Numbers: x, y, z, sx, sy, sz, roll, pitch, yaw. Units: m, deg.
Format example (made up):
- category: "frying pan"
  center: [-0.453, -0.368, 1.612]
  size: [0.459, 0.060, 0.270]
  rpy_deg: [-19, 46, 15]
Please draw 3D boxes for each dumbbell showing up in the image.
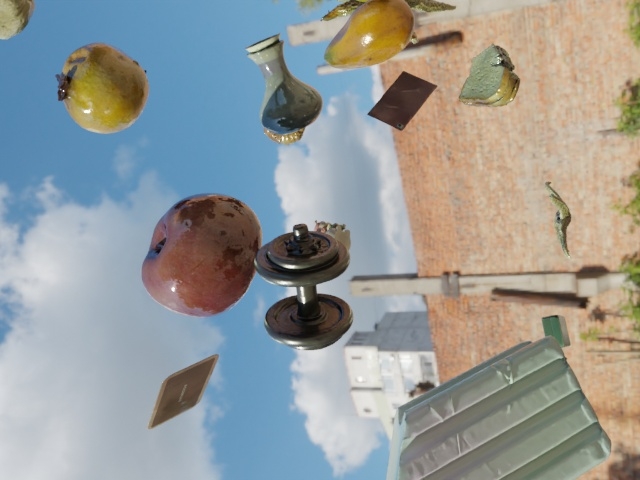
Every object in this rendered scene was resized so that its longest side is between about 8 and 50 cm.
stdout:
- category: "dumbbell"
  center: [-0.031, 0.100, 1.302]
  size: [0.192, 0.192, 0.290]
  rpy_deg: [-53, -37, -57]

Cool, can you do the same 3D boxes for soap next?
- category: "soap"
  center: [0.212, 0.262, 0.826]
  size: [0.173, 0.289, 0.095]
  rpy_deg: [64, 164, 9]

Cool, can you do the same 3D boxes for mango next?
- category: "mango"
  center: [0.082, -0.325, 1.021]
  size: [0.115, 0.165, 0.089]
  rpy_deg: [-22, -94, -30]

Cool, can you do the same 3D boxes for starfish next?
- category: "starfish"
  center: [0.576, -0.046, 1.527]
  size: [0.223, 0.050, 0.217]
  rpy_deg: [46, -139, -48]
- category: "starfish"
  center: [0.180, -0.646, 1.716]
  size: [0.358, 0.347, 0.078]
  rpy_deg: [-63, -20, -44]

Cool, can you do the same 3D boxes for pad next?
- category: "pad"
  center: [0.223, -0.382, 1.730]
  size: [0.188, 0.113, 0.006]
  rpy_deg: [-51, -23, -21]
- category: "pad"
  center: [-0.366, 0.404, 1.694]
  size: [0.176, 0.002, 0.266]
  rpy_deg: [-20, -32, -41]

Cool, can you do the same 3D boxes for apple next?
- category: "apple"
  center: [-0.281, 0.029, 1.507]
  size: [0.235, 0.306, 0.305]
  rpy_deg: [23, -120, -28]

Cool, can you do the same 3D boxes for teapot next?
- category: "teapot"
  center: [-0.108, -0.421, 1.728]
  size: [0.251, 0.183, 0.183]
  rpy_deg: [66, -151, -21]

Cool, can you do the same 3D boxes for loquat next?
- category: "loquat"
  center: [-0.565, -0.391, 1.646]
  size: [0.244, 0.244, 0.244]
  rpy_deg: [-4, -90, -67]

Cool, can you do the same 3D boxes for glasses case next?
- category: "glasses case"
  center: [0.567, 0.220, 1.532]
  size: [0.184, 0.039, 0.077]
  rpy_deg: [17, -117, -63]

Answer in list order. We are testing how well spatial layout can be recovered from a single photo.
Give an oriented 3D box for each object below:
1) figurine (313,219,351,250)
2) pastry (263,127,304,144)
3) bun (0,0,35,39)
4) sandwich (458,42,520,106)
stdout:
- category: "figurine"
  center: [0.007, 0.002, 1.561]
  size: [0.081, 0.146, 0.098]
  rpy_deg: [43, -123, -32]
- category: "pastry"
  center: [-0.113, -0.378, 2.035]
  size: [0.081, 0.153, 0.153]
  rpy_deg: [-80, -19, -77]
- category: "bun"
  center: [-0.640, -0.520, 1.263]
  size: [0.220, 0.134, 0.220]
  rpy_deg: [161, 90, -88]
- category: "sandwich"
  center: [0.256, -0.241, 0.939]
  size: [0.036, 0.105, 0.093]
  rpy_deg: [15, -80, -25]
